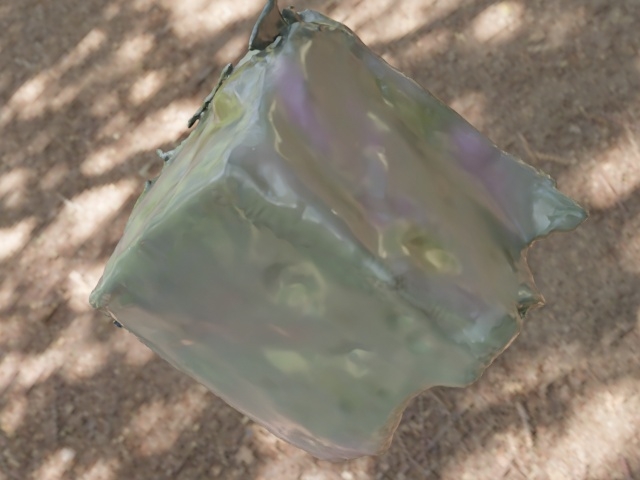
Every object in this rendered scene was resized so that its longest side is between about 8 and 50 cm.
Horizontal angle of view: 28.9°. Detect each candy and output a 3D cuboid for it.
[{"bbox_3d":[0.000,0.000,0.645,0.185,0.195,0.137,-41,19,43],"label":"candy"}]
